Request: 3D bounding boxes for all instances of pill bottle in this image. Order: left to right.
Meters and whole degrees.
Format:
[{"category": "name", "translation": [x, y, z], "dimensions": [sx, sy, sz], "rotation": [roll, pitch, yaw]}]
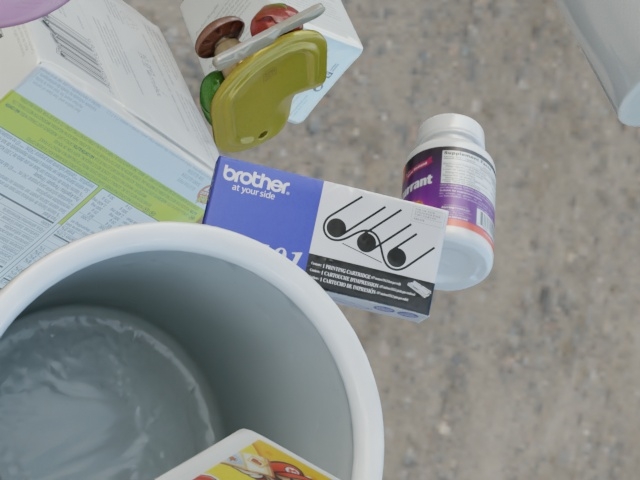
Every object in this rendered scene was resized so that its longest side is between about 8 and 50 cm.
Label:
[{"category": "pill bottle", "translation": [0.146, -0.049, 1.645], "dimensions": [0.108, 0.108, 0.193], "rotation": [52, 34, -43]}]

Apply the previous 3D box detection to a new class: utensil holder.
[{"category": "utensil holder", "translation": [-0.169, 0.171, 1.186], "dimensions": [0.328, 0.385, 0.327], "rotation": [3, 82, -20]}]

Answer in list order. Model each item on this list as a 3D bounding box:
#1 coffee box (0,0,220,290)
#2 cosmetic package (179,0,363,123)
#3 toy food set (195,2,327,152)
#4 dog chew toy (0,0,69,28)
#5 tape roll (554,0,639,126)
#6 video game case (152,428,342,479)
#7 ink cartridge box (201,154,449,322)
[{"category": "coffee box", "translation": [-0.378, -0.138, 1.765], "dimensions": [0.334, 0.337, 0.338], "rotation": [-40, 139, 16]}, {"category": "cosmetic package", "translation": [-0.068, -0.281, 1.893], "dimensions": [0.151, 0.151, 0.183], "rotation": [15, 42, -39]}, {"category": "toy food set", "translation": [-0.063, -0.165, 1.319], "dimensions": [0.128, 0.071, 0.218], "rotation": [-33, 163, -14]}, {"category": "dog chew toy", "translation": [-0.298, -0.279, 1.047], "dimensions": [0.207, 0.332, 0.206], "rotation": [-30, 133, -40]}, {"category": "tape roll", "translation": [0.265, -0.206, 0.932], "dimensions": [0.246, 0.246, 0.169], "rotation": [-9, 70, -50]}, {"category": "video game case", "translation": [0.031, 0.133, 0.373], "dimensions": [0.026, 0.227, 0.206], "rotation": [-67, 164, 14]}, {"category": "ink cartridge box", "translation": [0.000, 0.000, 1.245], "dimensions": [0.046, 0.207, 0.097], "rotation": [128, -26, -75]}]
